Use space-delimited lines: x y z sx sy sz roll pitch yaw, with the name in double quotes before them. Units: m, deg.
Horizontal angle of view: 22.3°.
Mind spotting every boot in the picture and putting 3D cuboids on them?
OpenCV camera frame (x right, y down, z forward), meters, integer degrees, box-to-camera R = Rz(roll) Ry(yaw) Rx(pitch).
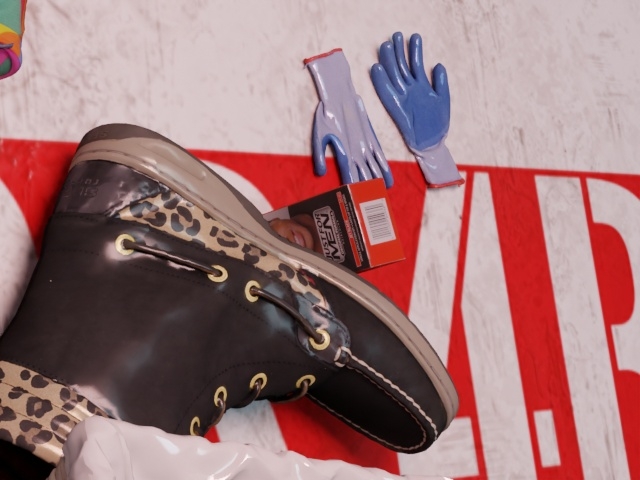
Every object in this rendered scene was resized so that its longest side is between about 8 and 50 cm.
"boot" -0.084 0.121 1.225 0.377 0.138 0.284 41 53 -20

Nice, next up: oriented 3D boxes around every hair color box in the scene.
"hair color box" 0.000 0.000 1.330 0.043 0.141 0.072 -13 86 -42

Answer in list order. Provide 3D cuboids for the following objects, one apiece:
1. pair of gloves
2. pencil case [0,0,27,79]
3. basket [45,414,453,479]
"pair of gloves" 0.060 -0.109 1.496 0.198 0.023 0.159 -17 88 -43
"pencil case" -0.261 -0.229 1.203 0.104 0.104 0.236 17 64 -36
"basket" -0.048 0.334 1.028 0.331 0.266 0.328 15 42 -30
